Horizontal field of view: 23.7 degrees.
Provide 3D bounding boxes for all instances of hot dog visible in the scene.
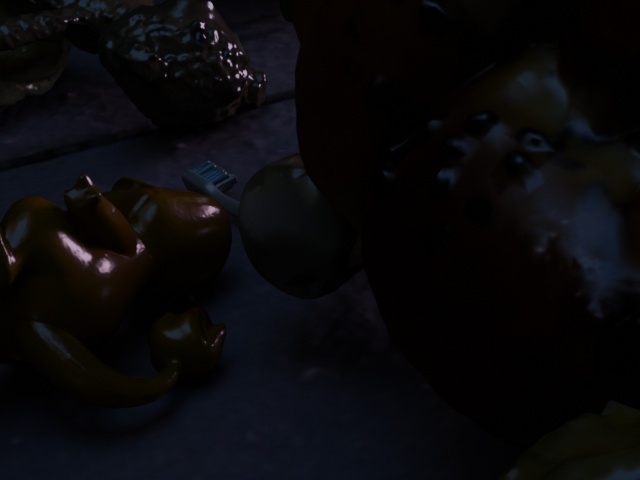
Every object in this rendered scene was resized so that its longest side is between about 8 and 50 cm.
[{"bbox_3d":[0.150,-0.100,0.601,0.365,0.196,0.367,-37,54,25],"label":"hot dog"}]

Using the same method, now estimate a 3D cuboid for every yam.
[{"bbox_3d":[0.061,-0.061,0.843,0.081,0.081,0.356,8,24,27],"label":"yam"}]

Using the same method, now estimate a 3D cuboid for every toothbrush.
[{"bbox_3d":[0.000,0.000,0.832,0.026,0.022,0.263,-36,37,-22],"label":"toothbrush"}]

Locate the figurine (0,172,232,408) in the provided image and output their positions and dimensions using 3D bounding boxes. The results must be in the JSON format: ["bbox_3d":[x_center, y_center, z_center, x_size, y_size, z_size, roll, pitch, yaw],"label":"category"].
[{"bbox_3d":[-0.095,0.024,0.758,0.122,0.121,0.176,36,33,15],"label":"figurine"}]

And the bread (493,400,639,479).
[{"bbox_3d":[0.142,0.151,0.406,0.267,0.130,0.152,24,81,43],"label":"bread"}]

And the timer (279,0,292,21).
[{"bbox_3d":[-0.013,-0.301,1.154,0.285,0.285,0.285,-6,28,3],"label":"timer"}]

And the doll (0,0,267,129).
[{"bbox_3d":[-0.153,-0.165,1.051,0.202,0.091,0.286,17,17,-30],"label":"doll"}]

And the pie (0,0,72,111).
[{"bbox_3d":[-0.307,-0.157,1.100,0.248,0.090,0.201,32,29,32],"label":"pie"}]
